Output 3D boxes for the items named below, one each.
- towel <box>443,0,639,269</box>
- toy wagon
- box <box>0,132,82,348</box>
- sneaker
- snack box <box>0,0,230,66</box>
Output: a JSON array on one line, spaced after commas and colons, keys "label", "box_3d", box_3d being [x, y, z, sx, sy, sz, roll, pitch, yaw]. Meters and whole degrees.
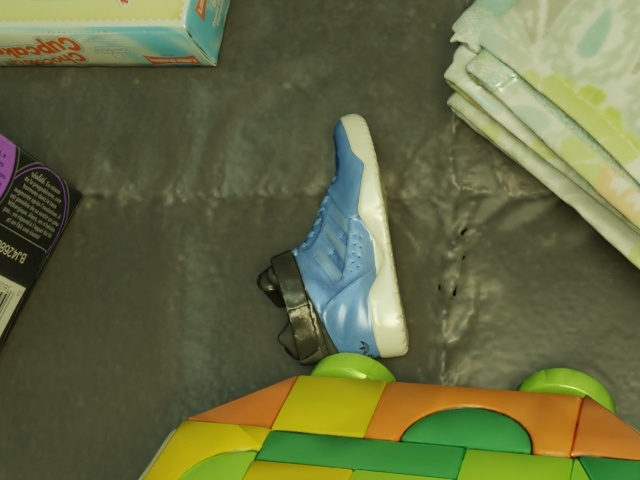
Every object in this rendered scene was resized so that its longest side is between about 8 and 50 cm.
[{"label": "towel", "box_3d": [0.282, -0.124, 0.576, 0.374, 0.090, 0.320, -43, 51, 4]}, {"label": "toy wagon", "box_3d": [0.073, 0.144, 0.500, 0.345, 0.068, 0.267, 1, 28, 19]}, {"label": "box", "box_3d": [-0.324, -0.038, 0.734, 0.270, 0.165, 0.143, 21, 79, 24]}, {"label": "sneaker", "box_3d": [0.000, 0.000, 0.671, 0.085, 0.058, 0.152, -10, 74, 6]}, {"label": "snack box", "box_3d": [-0.138, -0.280, 0.820, 0.187, 0.060, 0.321, 4, 72, 20]}]
